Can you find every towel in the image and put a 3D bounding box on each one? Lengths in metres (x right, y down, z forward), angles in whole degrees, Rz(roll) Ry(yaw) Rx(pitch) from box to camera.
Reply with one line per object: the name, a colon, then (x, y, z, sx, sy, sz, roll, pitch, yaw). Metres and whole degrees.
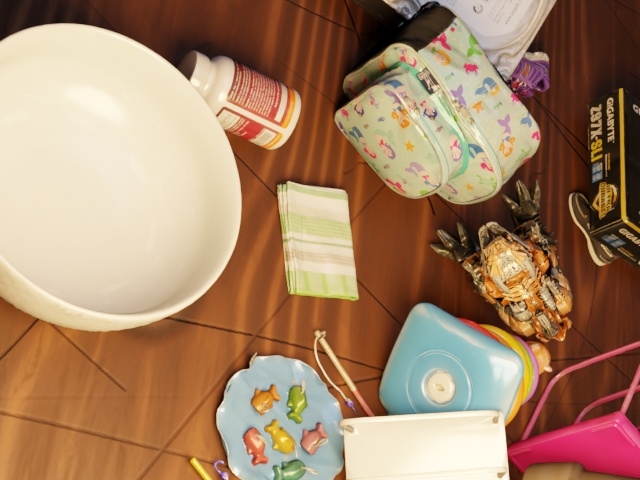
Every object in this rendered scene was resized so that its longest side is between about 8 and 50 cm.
towel: (0.000, 0.000, 1.589, 0.113, 0.023, 0.152, 6, 68, -35)

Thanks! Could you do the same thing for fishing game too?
fishing game: (-0.038, 0.222, 1.454, 0.264, 0.041, 0.189, -38, 99, -41)

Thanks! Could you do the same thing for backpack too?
backpack: (0.161, -0.163, 1.651, 0.253, 0.225, 0.191, 45, 68, -10)

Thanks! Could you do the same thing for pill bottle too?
pill bottle: (-0.108, -0.180, 1.541, 0.152, 0.086, 0.086, 23, 58, -29)

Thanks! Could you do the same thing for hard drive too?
hard drive: (0.174, -0.393, 1.766, 0.339, 0.064, 0.237, 36, 70, -8)

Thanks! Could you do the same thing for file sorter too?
file sorter: (0.446, 0.310, 1.683, 0.291, 0.202, 0.182, 48, 48, -11)
file sorter: (0.122, 0.330, 1.367, 0.192, 0.173, 0.278, -5, 76, 6)

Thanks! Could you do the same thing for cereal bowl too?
cereal bowl: (-0.263, -0.055, 1.330, 0.339, 0.141, 0.339, 16, 61, -32)

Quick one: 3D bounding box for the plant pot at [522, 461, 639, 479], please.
plant pot: (0.407, 0.420, 1.469, 0.323, 0.280, 0.323, -7, 90, -72)

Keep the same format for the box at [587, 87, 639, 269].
box: (0.560, -0.059, 1.984, 0.322, 0.079, 0.257, 31, 53, -32)

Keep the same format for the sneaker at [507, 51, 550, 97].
sneaker: (0.306, -0.258, 1.911, 0.170, 0.068, 0.071, -7, 81, -40)

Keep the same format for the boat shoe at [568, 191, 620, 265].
boat shoe: (0.431, -0.022, 1.922, 0.046, 0.038, 0.125, -16, 81, -41)

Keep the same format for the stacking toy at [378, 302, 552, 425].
stacking toy: (0.227, 0.173, 1.624, 0.175, 0.166, 0.302, 29, 19, 29)

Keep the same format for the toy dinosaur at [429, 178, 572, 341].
toy dinosaur: (0.267, 0.059, 1.653, 0.164, 0.322, 0.218, -20, 53, -8)
